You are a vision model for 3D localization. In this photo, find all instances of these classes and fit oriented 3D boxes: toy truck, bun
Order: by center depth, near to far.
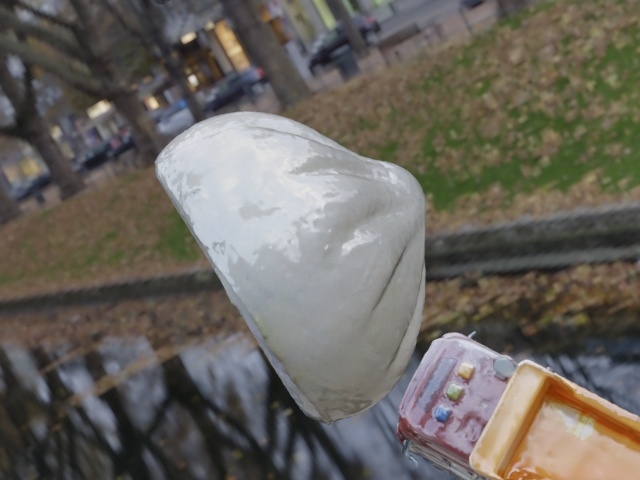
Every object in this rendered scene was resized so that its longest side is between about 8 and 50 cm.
[{"bbox_3d":[0.000,0.000,0.558,0.094,0.138,0.138,-35,9,-3],"label":"bun"},{"bbox_3d":[0.190,0.171,1.013,0.114,0.270,0.135,-60,-12,-11],"label":"toy truck"}]

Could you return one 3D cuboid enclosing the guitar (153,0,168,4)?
[{"bbox_3d":[-0.173,-0.276,1.012,0.025,0.233,0.088,-34,-17,-20],"label":"guitar"}]
